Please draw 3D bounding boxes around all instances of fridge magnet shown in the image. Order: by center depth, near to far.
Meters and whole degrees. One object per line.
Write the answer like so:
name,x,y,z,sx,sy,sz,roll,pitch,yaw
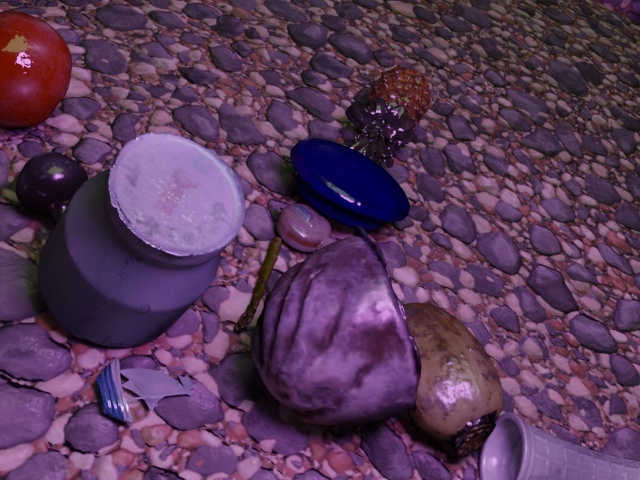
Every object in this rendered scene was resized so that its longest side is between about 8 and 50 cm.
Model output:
fridge magnet,0.056,-0.112,1.645,0.265,0.113,0.265,24,25,-12

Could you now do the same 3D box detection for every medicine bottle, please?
medicine bottle,-0.260,-0.001,1.220,0.245,0.290,0.245,16,57,-26

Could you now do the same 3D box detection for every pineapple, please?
pineapple,0.144,-0.274,1.878,0.170,0.141,0.310,30,48,-1

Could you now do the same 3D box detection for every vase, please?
vase,0.418,0.381,1.329,0.298,0.143,0.143,18,41,-14
vase,-0.432,-0.055,1.379,0.120,0.120,0.183,-13,67,-36

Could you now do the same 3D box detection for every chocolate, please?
chocolate,0.001,0.153,1.269,0.213,0.303,0.303,-15,53,-14

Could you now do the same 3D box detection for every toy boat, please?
toy boat,-0.267,0.210,1.234,0.149,0.034,0.105,-25,63,-41

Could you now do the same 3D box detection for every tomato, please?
tomato,-0.561,-0.311,1.500,0.184,0.208,0.208,8,42,-42

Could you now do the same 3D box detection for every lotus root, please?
lotus root,0.181,0.207,1.382,0.173,0.173,0.309,-4,41,-30

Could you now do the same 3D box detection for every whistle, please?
whistle,0.000,0.000,1.570,0.220,0.057,0.107,42,38,14

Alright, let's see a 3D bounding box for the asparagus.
asparagus,-0.106,0.076,1.463,0.025,0.024,0.248,-11,35,24
